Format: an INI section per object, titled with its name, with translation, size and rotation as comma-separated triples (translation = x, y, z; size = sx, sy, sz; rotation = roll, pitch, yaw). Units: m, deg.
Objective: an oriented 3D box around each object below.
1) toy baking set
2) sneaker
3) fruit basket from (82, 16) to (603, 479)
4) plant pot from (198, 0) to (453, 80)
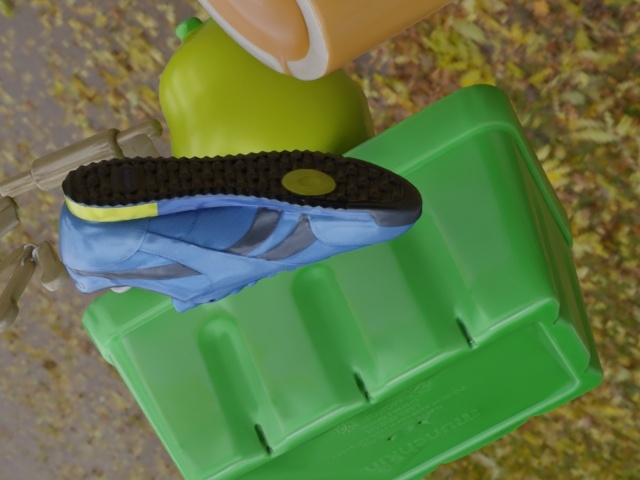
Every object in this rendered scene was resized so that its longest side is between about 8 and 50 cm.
[toy baking set]
translation = -0.187, -0.016, 0.923
size = 0.256, 0.197, 0.030
rotation = -22, 131, 17
[sneaker]
translation = -0.046, -0.003, 0.687
size = 0.209, 0.069, 0.082
rotation = -2, 120, -6
[fruit basket]
translation = 0.000, 0.000, 0.942
size = 0.392, 0.392, 0.283
rotation = 19, 163, 34
[plant pot]
translation = 0.021, -0.193, 0.622
size = 0.205, 0.188, 0.205
rotation = 41, 163, 16
